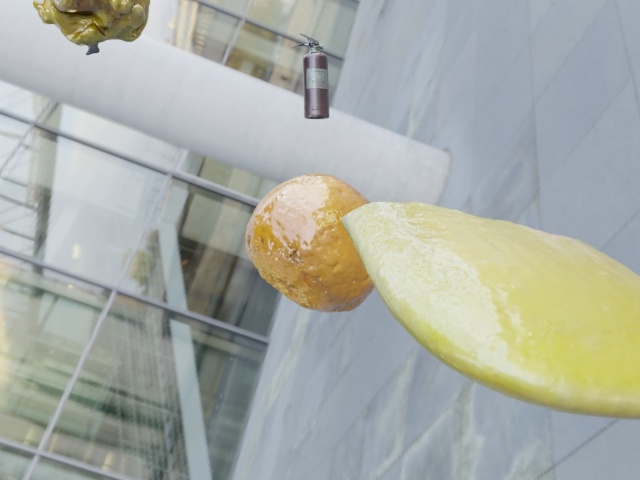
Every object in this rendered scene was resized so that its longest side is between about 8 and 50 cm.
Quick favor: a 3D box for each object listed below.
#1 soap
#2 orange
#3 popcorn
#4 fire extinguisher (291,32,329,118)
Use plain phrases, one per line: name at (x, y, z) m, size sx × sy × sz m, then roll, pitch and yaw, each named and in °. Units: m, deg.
soap at (0.195, 0.046, 0.763) m, size 0.427 × 0.306 × 0.115 m, roll -126°, pitch 49°, yaw -64°
orange at (0.000, 0.000, 1.758) m, size 0.293 × 0.341 × 0.340 m, roll -53°, pitch 2°, yaw -18°
popcorn at (-0.606, -0.628, 1.976) m, size 0.316 × 0.297 × 0.280 m, roll 109°, pitch 156°, yaw -85°
fire extinguisher at (-0.026, -0.447, 2.037) m, size 0.071 × 0.099 × 0.231 m, roll -157°, pitch 63°, yaw -78°
